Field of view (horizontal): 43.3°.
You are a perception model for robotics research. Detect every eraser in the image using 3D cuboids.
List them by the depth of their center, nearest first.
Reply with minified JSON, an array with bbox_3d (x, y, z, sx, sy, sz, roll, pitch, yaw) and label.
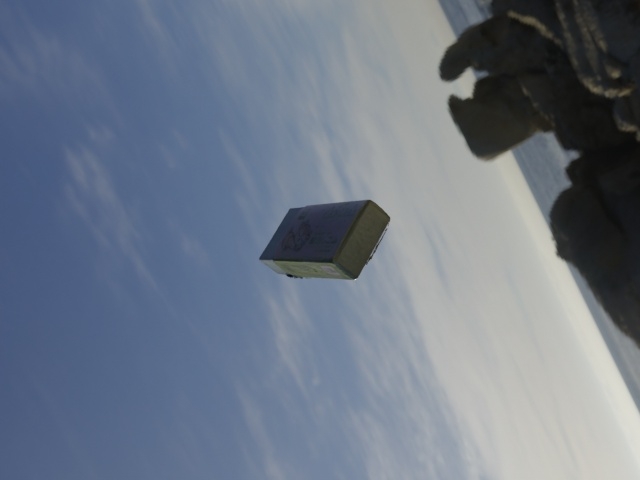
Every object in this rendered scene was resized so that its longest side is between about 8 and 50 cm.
[{"bbox_3d":[0.000,0.000,0.414,0.019,0.038,0.083,36,162,-25],"label":"eraser"}]
